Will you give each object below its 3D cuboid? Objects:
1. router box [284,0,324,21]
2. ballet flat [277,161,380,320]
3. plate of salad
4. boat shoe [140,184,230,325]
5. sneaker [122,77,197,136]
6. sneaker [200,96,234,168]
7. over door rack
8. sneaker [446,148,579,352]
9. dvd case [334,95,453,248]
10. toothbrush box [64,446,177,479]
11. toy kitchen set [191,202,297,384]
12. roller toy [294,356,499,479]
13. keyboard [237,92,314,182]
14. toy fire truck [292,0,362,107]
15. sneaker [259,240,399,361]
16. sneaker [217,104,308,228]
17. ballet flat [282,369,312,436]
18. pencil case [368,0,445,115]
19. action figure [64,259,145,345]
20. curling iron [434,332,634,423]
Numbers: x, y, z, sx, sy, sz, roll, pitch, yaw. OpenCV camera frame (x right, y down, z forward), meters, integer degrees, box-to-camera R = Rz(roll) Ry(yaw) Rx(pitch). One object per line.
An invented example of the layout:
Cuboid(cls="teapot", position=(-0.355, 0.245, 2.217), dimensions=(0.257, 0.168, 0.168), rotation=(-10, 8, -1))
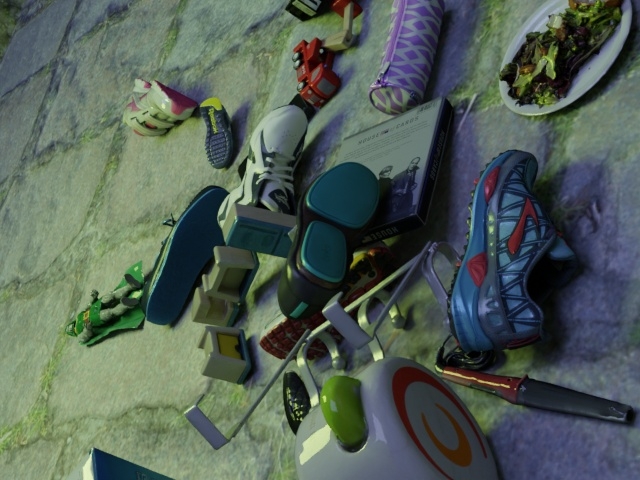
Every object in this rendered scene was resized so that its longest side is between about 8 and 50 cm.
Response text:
Cuboid(cls="router box", position=(-0.002, -0.459, 1.818), dimensions=(0.133, 0.046, 0.179), rotation=(-57, 11, 1))
Cuboid(cls="ballet flat", position=(0.000, 0.000, 1.245), dimensions=(0.096, 0.095, 0.280), rotation=(-58, 2, 33))
Cuboid(cls="plate of salad", position=(0.296, -0.247, 1.287), dimensions=(0.200, 0.048, 0.199), rotation=(-33, 41, 34))
Cuboid(cls="boat shoe", position=(-0.242, 0.014, 1.751), dimensions=(0.258, 0.109, 0.089), rotation=(-56, 29, 1))
Cuboid(cls="sneaker", position=(-0.337, -0.262, 2.125), dimensions=(0.111, 0.103, 0.252), rotation=(-65, 26, -2))
Cuboid(cls="sneaker", position=(-0.184, -0.192, 1.897), dimensions=(0.053, 0.059, 0.144), rotation=(-13, 65, 10))
Cuboid(cls="over door rack", position=(0.029, 0.127, 1.167), dimensions=(0.239, 0.108, 0.324), rotation=(-39, -7, 28))
Cuboid(cls="sneaker", position=(0.229, 0.013, 1.147), dimensions=(0.125, 0.104, 0.261), rotation=(1, 58, 26))
Cuboid(cls="dvd case", position=(0.082, -0.085, 1.396), dimensions=(0.179, 0.029, 0.238), rotation=(-19, 35, 34))
Cuboid(cls="toothbrush box", position=(-0.157, 0.389, 1.146), dimensions=(0.126, 0.296, 0.216), rotation=(-49, 34, 17))
Cuboid(cls="toy kitchen set", position=(-0.096, 0.083, 1.519), dimensions=(0.166, 0.122, 0.207), rotation=(-108, 36, -50))
Cuboid(cls="roller toy", position=(0.075, 0.233, 1.059), dimensions=(0.146, 0.191, 0.209), rotation=(-41, 75, 24))
Cuboid(cls="keyboard", position=(-0.075, -0.163, 1.748), dimensions=(0.180, 0.023, 0.108), rotation=(-51, 27, 14))
Cuboid(cls="toy fire truck", position=(0.015, -0.326, 1.735), dimensions=(0.135, 0.047, 0.192), rotation=(-40, 37, 27))
Cuboid(cls="sneaker", position=(0.009, 0.078, 1.389), dimensions=(0.225, 0.088, 0.092), rotation=(-40, 32, 12))
Cuboid(cls="sneaker", position=(-0.067, -0.091, 1.610), dimensions=(0.235, 0.094, 0.153), rotation=(-57, 34, 3))
Cuboid(cls="ballet flat", position=(-0.016, 0.226, 1.336), dimensions=(0.173, 0.049, 0.057), rotation=(-121, 24, -56))
Cuboid(cls="pencil case", position=(0.124, -0.281, 1.513), dimensions=(0.086, 0.088, 0.206), rotation=(-15, 51, 45))
Cuboid(cls="action figure", position=(-0.409, 0.136, 1.924), dimensions=(0.232, 0.063, 0.137), rotation=(-32, 44, 41))
Cuboid(cls="curling iron", position=(0.214, 0.145, 1.085), dimensions=(0.274, 0.035, 0.068), rotation=(16, 77, 57))
